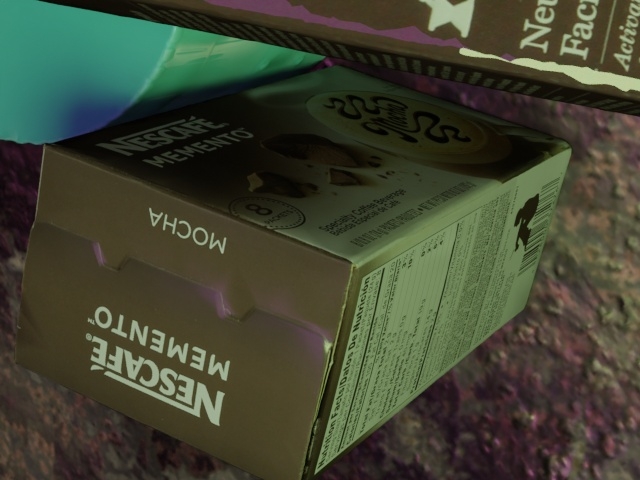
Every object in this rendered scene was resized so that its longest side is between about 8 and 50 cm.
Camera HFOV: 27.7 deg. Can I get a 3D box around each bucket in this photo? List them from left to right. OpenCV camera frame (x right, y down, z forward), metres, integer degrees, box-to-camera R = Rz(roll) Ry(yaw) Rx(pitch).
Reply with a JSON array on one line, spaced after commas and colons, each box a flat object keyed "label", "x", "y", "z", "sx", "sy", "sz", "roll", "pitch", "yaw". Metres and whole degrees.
[{"label": "bucket", "x": -0.130, "y": -0.192, "z": 0.787, "sx": 0.281, "sy": 0.183, "sz": 0.281, "roll": 8, "pitch": 107, "yaw": 26}]

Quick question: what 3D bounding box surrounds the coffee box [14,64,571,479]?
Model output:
[{"label": "coffee box", "x": 0.000, "y": 0.000, "z": 0.701, "sx": 0.168, "sy": 0.297, "sz": 0.118, "roll": 22, "pitch": 113, "yaw": 23}]

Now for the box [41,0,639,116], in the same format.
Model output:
[{"label": "box", "x": 0.041, "y": -0.173, "z": 0.575, "sx": 0.382, "sy": 0.143, "sz": 0.191, "roll": 11, "pitch": 95, "yaw": 5}]
